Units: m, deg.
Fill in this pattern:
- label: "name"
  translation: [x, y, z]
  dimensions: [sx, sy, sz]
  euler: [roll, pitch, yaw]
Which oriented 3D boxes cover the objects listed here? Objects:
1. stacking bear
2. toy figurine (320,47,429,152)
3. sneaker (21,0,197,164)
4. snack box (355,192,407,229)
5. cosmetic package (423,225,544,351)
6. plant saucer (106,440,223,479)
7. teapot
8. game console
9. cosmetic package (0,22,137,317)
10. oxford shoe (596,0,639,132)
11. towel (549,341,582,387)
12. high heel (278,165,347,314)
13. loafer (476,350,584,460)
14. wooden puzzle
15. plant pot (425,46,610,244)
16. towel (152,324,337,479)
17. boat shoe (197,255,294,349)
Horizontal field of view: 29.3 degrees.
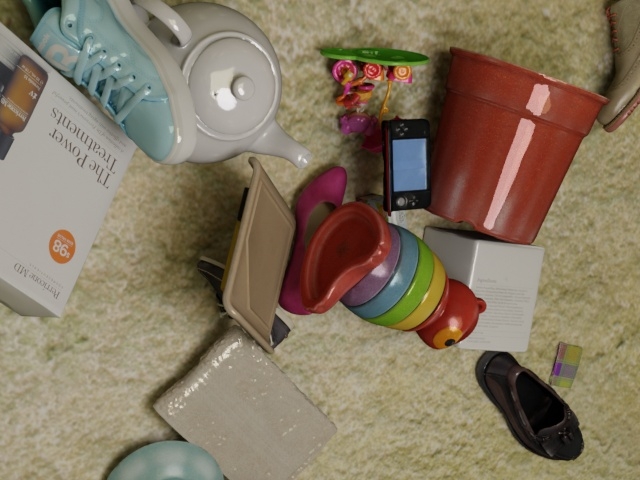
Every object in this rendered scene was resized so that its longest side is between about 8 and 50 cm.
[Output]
- label: "stacking bear"
  translation: [0.128, 0.073, 1.876]
  dimensions: [0.289, 0.164, 0.175]
  euler: [32, 118, -31]
- label: "toy figurine"
  translation: [0.079, -0.218, 1.943]
  dimensions: [0.173, 0.130, 0.159]
  euler: [2, 108, -9]
- label: "sneaker"
  translation: [-0.306, -0.243, 1.615]
  dimensions: [0.150, 0.135, 0.366]
  euler: [-22, 73, -42]
- label: "snack box"
  translation: [0.104, 0.000, 1.989]
  dimensions: [0.037, 0.100, 0.141]
  euler: [-16, 106, -27]
- label: "cosmetic package"
  translation: [0.262, 0.081, 2.066]
  dimensions: [0.152, 0.151, 0.183]
  euler: [6, 97, -31]
- label: "plant saucer"
  translation: [-0.237, 0.399, 1.868]
  dimensions: [0.195, 0.037, 0.194]
  euler: [-7, 112, -18]
- label: "teapot"
  translation: [-0.154, -0.226, 1.748]
  dimensions: [0.256, 0.187, 0.252]
  euler: [-6, 101, -29]
- label: "game console"
  translation: [0.135, -0.114, 1.882]
  dimensions: [0.124, 0.085, 0.144]
  euler: [-5, 99, -28]
- label: "cosmetic package"
  translation: [-0.432, -0.111, 1.567]
  dimensions: [0.377, 0.097, 0.284]
  euler: [42, 60, -42]
- label: "oxford shoe"
  translation: [0.560, -0.366, 2.207]
  dimensions: [0.130, 0.123, 0.348]
  euler: [25, 87, -5]
- label: "towel"
  translation: [0.460, 0.234, 2.292]
  dimensions: [0.060, 0.009, 0.083]
  euler: [12, 93, -32]
- label: "high heel"
  translation: [0.000, 0.000, 1.911]
  dimensions: [0.082, 0.117, 0.244]
  euler: [42, 77, -43]
- label: "loafer"
  translation: [0.396, 0.314, 2.218]
  dimensions: [0.109, 0.095, 0.302]
  euler: [-51, 119, -13]
- label: "wooden puzzle"
  translation: [-0.093, 0.025, 1.781]
  dimensions: [0.221, 0.044, 0.238]
  euler: [58, 37, -66]
- label: "plant pot"
  translation: [0.297, -0.147, 1.998]
  dimensions: [0.272, 0.272, 0.265]
  euler: [14, 99, -32]
- label: "towel"
  translation: [-0.114, 0.280, 1.930]
  dimensions: [0.187, 0.049, 0.282]
  euler: [-46, 120, -10]
- label: "boat shoe"
  translation: [-0.123, 0.100, 1.889]
  dimensions: [0.206, 0.075, 0.065]
  euler: [44, 73, -33]
